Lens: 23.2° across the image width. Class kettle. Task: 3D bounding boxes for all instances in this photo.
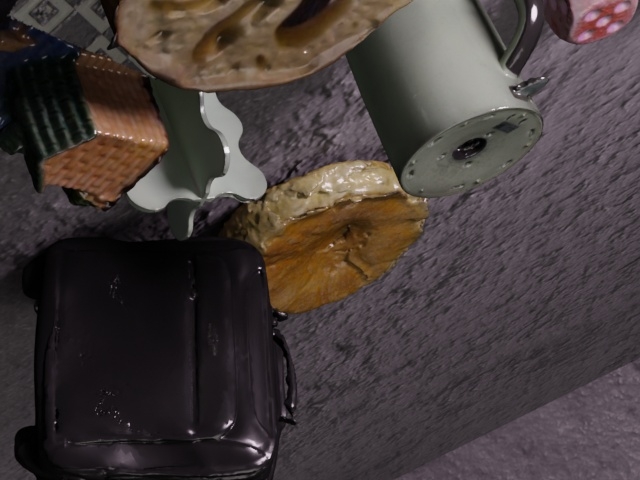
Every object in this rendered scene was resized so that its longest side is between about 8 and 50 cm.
[{"bbox_3d":[0.136,-0.208,1.666,0.240,0.255,0.165,-38,149,30],"label":"kettle"}]

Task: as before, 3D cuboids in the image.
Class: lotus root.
[{"bbox_3d":[-0.025,-0.289,1.372,0.375,0.111,0.390,1,140,-25],"label":"lotus root"}]

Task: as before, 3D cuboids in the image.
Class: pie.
[{"bbox_3d":[0.000,0.000,2.153,0.339,0.083,0.339,-18,156,-8],"label":"pie"}]

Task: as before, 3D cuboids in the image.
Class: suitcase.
[{"bbox_3d":[-0.202,0.168,1.942,0.339,0.345,0.188,0,145,-7],"label":"suitcase"}]

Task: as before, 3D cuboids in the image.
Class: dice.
[{"bbox_3d":[0.316,-0.295,1.850,0.094,0.093,0.091,-19,154,-14],"label":"dice"}]

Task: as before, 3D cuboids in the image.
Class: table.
[{"bbox_3d":[-0.156,-0.116,1.651,0.167,0.198,0.166,-20,155,-10],"label":"table"}]

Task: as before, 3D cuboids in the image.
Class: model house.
[{"bbox_3d":[-0.267,-0.137,1.530,0.166,0.183,0.172,-40,153,26],"label":"model house"}]

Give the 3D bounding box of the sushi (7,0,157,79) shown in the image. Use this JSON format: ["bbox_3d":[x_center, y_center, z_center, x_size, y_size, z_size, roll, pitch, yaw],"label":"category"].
[{"bbox_3d":[-0.149,-0.297,1.457,0.192,0.043,0.279,20,114,-45],"label":"sushi"}]
